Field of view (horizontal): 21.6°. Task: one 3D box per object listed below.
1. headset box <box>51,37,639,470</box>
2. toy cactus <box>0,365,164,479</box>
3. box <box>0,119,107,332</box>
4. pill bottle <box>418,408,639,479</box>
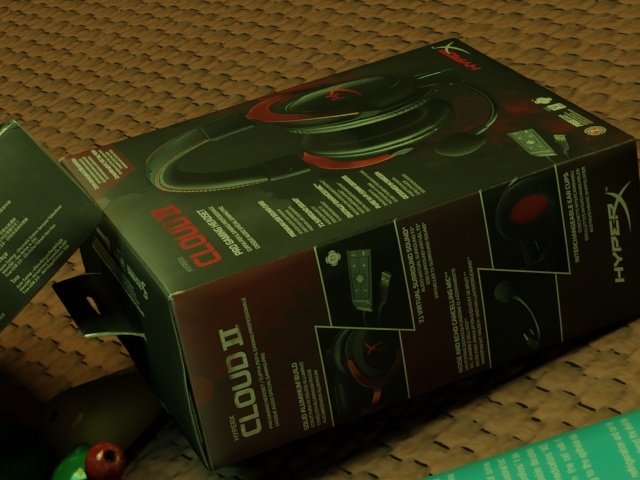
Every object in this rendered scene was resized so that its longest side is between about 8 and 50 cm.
[{"bbox_3d":[0.000,0.000,0.935,0.293,0.110,0.218,-18,27,-15],"label":"headset box"},{"bbox_3d":[-0.164,0.114,0.909,0.219,0.112,0.180,-5,20,45],"label":"toy cactus"},{"bbox_3d":[-0.275,0.081,0.895,0.307,0.076,0.242,-50,17,-22],"label":"box"},{"bbox_3d":[0.099,0.144,0.617,0.264,0.146,0.146,-18,28,3],"label":"pill bottle"}]
